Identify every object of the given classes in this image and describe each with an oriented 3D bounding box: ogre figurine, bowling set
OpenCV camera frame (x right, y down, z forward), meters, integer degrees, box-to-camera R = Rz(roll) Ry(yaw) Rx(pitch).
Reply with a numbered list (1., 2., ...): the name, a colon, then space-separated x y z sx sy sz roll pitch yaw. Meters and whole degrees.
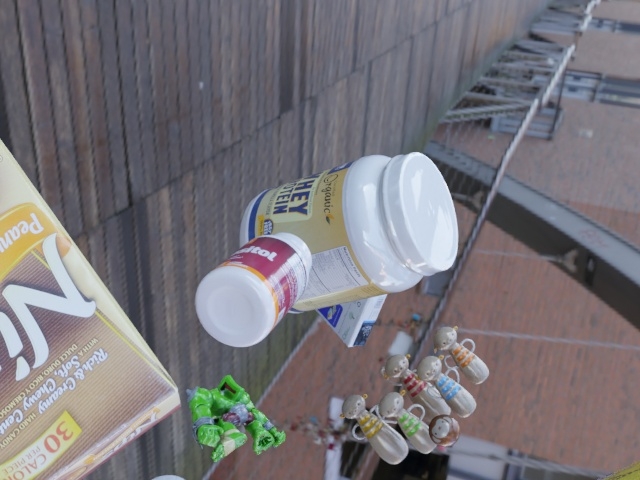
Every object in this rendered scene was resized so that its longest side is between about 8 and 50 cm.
1. ogre figurine: -0.148 0.295 1.228 0.197 0.118 0.097 -3 131 -41
2. bowling set: 0.185 0.274 1.318 0.287 0.154 0.200 -43 180 -8

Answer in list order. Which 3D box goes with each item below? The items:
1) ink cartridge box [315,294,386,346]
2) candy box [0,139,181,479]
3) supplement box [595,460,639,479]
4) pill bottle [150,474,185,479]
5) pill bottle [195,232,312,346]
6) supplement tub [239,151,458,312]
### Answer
1. ink cartridge box: 0.033 0.117 1.940 0.065 0.332 0.165 1 120 -38
2. candy box: -0.287 0.068 0.649 0.183 0.316 0.087 -35 165 -19
3. supplement box: 0.472 0.436 1.052 0.194 0.195 0.356 65 9 19
4. pill bottle: -0.238 0.476 1.155 0.216 0.121 0.121 -120 -148 -62
5. pill bottle: -0.064 0.045 0.785 0.152 0.086 0.086 -46 144 -64
6. supplement tub: 0.047 -0.012 1.235 0.228 0.316 0.228 28 54 -48
